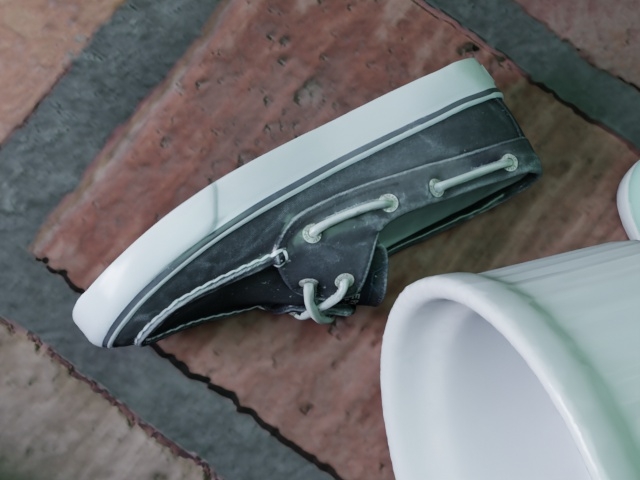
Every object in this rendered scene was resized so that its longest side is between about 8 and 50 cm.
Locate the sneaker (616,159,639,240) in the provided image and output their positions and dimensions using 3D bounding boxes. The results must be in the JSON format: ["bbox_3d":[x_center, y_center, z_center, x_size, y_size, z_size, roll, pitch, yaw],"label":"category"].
[{"bbox_3d":[0.275,0.042,1.032,0.094,0.151,0.256,-29,80,-16],"label":"sneaker"}]

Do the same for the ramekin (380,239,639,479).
[{"bbox_3d":[0.153,0.133,0.932,0.135,0.277,0.277,-17,77,-18],"label":"ramekin"}]

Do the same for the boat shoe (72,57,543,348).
[{"bbox_3d":[0.000,0.000,1.039,0.301,0.108,0.102,-29,78,-21],"label":"boat shoe"}]
